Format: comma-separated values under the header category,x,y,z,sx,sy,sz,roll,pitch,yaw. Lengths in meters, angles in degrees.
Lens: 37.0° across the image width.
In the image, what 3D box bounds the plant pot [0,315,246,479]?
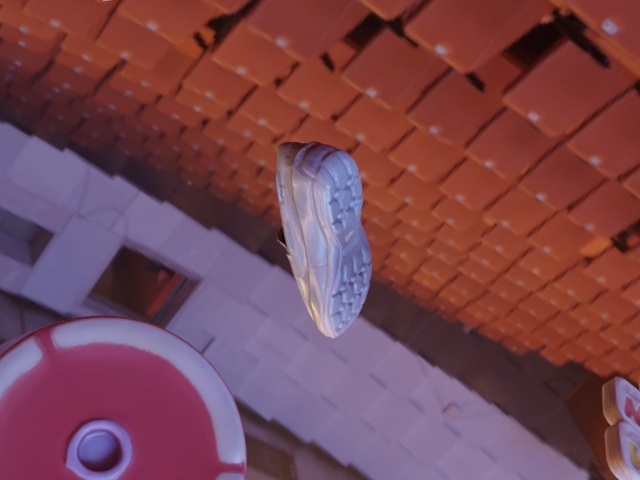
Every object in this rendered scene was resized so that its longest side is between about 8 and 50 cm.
category,x,y,z,sx,sy,sz,roll,pitch,yaw
plant pot,-0.180,0.175,0.730,0.275,0.275,0.243,35,155,-6

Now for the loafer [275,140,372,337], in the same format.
category,x,y,z,sx,sy,sz,roll,pitch,yaw
loafer,0.000,0.000,1.316,0.111,0.319,0.112,24,-134,31

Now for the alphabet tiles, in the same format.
category,x,y,z,sx,sy,sz,roll,pitch,yaw
alphabet tiles,0.390,0.254,0.937,0.284,0.021,0.278,38,-149,-8
